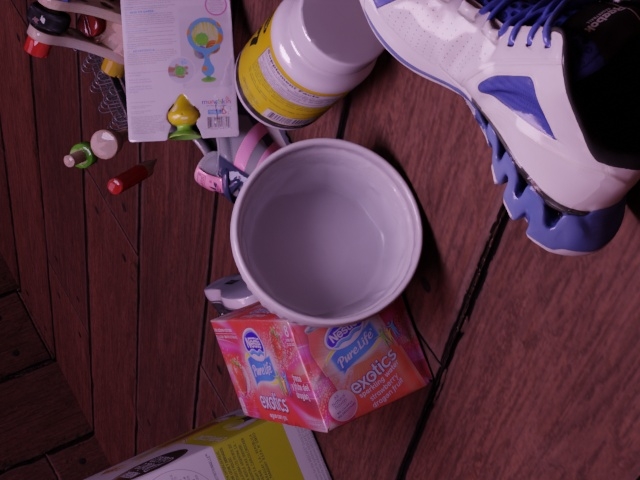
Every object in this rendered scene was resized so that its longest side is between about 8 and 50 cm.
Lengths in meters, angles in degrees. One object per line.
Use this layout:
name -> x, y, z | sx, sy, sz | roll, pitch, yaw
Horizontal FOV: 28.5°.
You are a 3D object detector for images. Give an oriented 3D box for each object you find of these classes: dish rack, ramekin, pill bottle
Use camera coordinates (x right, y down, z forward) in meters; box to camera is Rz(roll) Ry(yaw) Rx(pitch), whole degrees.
dish rack -> -0.341, -0.273, 2.066 | 0.208, 0.074, 0.271 | 68, 158, 3
ramekin -> 0.000, 0.000, 1.387 | 0.207, 0.207, 0.109 | 65, 166, 8
pill bottle -> -0.009, -0.199, 1.329 | 0.119, 0.119, 0.208 | 67, 157, 3

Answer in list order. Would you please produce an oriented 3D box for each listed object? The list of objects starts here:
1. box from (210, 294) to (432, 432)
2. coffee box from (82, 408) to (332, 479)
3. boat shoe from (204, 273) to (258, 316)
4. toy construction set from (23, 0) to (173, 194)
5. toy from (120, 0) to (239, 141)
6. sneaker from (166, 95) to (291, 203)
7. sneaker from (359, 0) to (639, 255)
box -> -0.007, 0.138, 1.583 | 0.300, 0.154, 0.142 | -8, 102, 68
coffee box -> -0.165, 0.482, 1.997 | 0.338, 0.334, 0.337 | 68, 157, 1
boat shoe -> -0.116, 0.099, 1.891 | 0.076, 0.080, 0.228 | 66, 159, -9
toy construction set -> -0.257, -0.241, 1.777 | 0.237, 0.257, 0.309 | -43, -42, -68
toy -> -0.178, -0.239, 1.584 | 0.056, 0.137, 0.237 | 117, 149, -80
sneaker -> -0.084, -0.067, 1.596 | 0.319, 0.131, 0.112 | 55, 153, 29
sneaker -> 0.170, -0.158, 0.987 | 0.315, 0.127, 0.182 | 55, 151, 13
